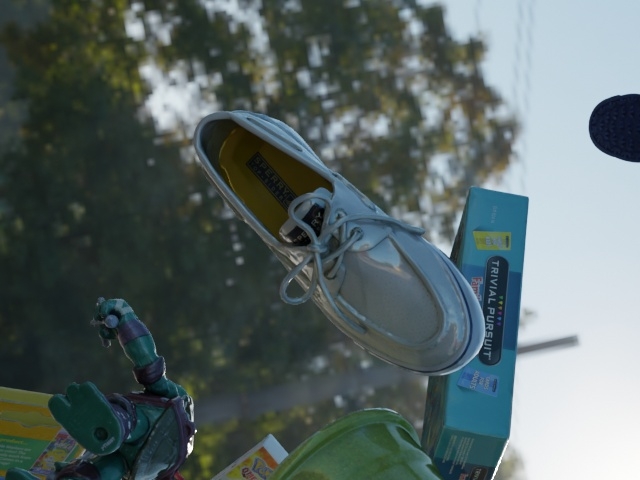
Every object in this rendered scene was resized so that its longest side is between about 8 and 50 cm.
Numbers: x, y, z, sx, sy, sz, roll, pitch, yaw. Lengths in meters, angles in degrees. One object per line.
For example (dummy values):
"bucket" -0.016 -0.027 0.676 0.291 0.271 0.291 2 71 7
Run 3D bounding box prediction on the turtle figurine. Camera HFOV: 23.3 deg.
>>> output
"turtle figurine" -0.150 0.134 1.154 0.234 0.118 0.175 -36 141 -77

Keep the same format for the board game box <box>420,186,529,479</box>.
"board game box" 0.183 0.145 1.892 0.254 0.079 0.336 99 1 -56

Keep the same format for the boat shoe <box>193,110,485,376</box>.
"boat shoe" 0.005 -0.007 1.537 0.367 0.136 0.156 47 12 20

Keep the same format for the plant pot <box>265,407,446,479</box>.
"plant pot" 0.084 0.338 1.443 0.254 0.276 0.276 34 -38 34

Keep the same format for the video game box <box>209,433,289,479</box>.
"video game box" -0.072 0.392 2.084 0.205 0.187 0.048 49 18 -3

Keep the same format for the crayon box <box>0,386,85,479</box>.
"crayon box" -0.451 0.301 2.117 0.323 0.203 0.083 -55 -142 31

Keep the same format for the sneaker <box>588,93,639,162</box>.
"sneaker" 0.411 -0.119 1.722 0.232 0.090 0.081 8 -89 46
